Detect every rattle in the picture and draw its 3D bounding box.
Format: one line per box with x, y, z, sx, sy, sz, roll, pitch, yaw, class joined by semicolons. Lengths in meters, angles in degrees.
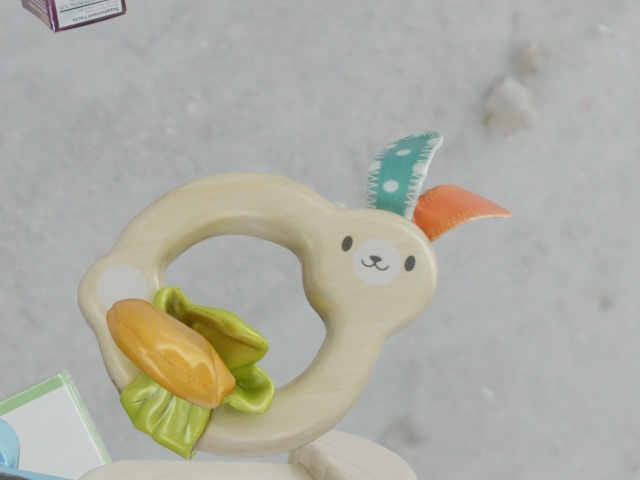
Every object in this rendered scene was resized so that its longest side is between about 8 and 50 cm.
0.000;0.000;0.787;0.199;0.130;0.143;-23;151;-11;rattle

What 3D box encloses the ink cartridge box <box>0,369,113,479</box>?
-0.229;0.245;1.518;0.171;0.056;0.235;-26;91;-1;ink cartridge box

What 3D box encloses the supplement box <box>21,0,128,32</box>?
-0.131;-0.155;0.961;0.043;0.055;0.083;-17;117;-21;supplement box

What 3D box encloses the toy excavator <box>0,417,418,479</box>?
-0.161;0.183;1.064;0.432;0.445;0.222;10;107;0;toy excavator
